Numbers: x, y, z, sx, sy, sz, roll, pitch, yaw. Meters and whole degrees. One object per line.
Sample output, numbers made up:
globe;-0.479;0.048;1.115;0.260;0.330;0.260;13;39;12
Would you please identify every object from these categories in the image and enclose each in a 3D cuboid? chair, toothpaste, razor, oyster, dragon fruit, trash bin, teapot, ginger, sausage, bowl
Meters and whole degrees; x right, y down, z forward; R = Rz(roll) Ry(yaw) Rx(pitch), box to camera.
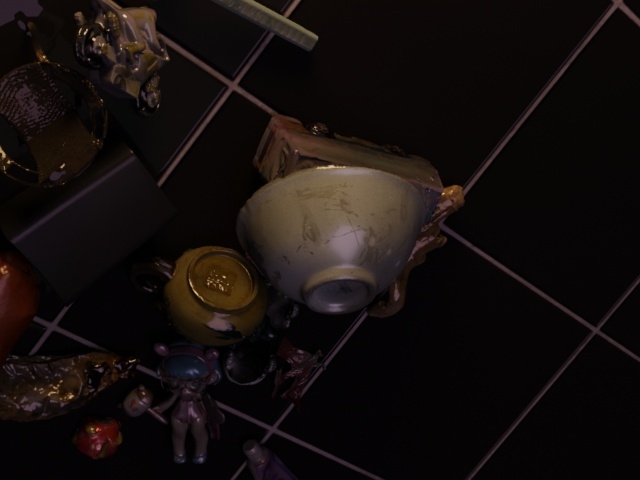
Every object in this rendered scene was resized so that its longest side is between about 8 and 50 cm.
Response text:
chair;-0.397;-0.180;1.661;0.174;0.213;0.149;-35;131;-2
toothpaste;-0.070;0.480;2.285;0.075;0.048;0.301;-41;129;-11
razor;-0.116;-0.354;1.778;0.278;0.056;0.111;23;105;-32
oyster;-0.467;0.238;1.957;0.345;0.078;0.128;-8;112;-17
dragon fruit;-0.384;0.342;2.056;0.083;0.060;0.056;13;115;-27
trash bin;-0.357;-0.039;1.823;0.225;0.115;0.165;-37;125;-5
teapot;-0.194;0.103;1.958;0.270;0.173;0.182;19;143;-7
ginger;0.171;0.023;2.122;0.089;0.075;0.288;18;105;-36
sausage;-0.528;0.123;1.820;0.133;0.133;0.258;23;114;-32
bowl;0.023;0.029;1.876;0.314;0.146;0.313;-4;148;-2

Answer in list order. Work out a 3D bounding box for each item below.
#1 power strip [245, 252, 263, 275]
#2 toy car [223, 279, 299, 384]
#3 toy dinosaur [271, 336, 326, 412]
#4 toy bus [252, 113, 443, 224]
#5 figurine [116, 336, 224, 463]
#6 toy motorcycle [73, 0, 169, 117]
power strip;0.000;0.000;2.045;0.279;0.037;0.109;-4;119;-22
toy car;-0.109;0.162;2.077;0.095;0.056;0.204;12;114;-27
toy dinosaur;-0.045;0.239;2.167;0.108;0.032;0.220;-22;127;-15
toy bus;0.055;-0.109;1.947;0.317;0.138;0.112;11;114;-27
figurine;-0.249;0.277;2.070;0.205;0.103;0.260;9;122;12
toy motorcycle;-0.279;-0.281;1.707;0.225;0.073;0.152;43;57;-61
